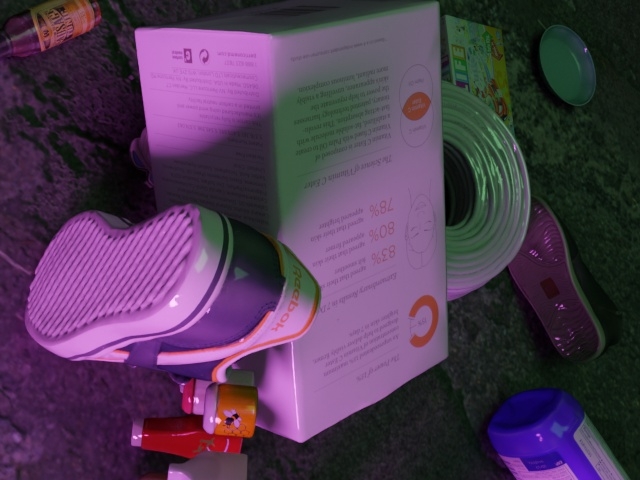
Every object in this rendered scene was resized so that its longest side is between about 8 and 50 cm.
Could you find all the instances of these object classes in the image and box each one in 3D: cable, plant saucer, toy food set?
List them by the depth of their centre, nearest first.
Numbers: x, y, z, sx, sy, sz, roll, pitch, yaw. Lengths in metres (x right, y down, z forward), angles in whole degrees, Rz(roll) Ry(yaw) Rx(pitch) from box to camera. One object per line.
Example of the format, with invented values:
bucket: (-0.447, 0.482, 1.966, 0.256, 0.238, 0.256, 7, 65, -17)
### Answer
toy food set: (-0.117, 0.188, 0.862, 0.104, 0.232, 0.111, 6, 40, -7)
cable: (0.126, -0.056, 1.182, 0.257, 0.089, 0.257, 43, 59, -21)
plant saucer: (0.341, -0.243, 1.456, 0.119, 0.021, 0.119, 11, 71, -35)

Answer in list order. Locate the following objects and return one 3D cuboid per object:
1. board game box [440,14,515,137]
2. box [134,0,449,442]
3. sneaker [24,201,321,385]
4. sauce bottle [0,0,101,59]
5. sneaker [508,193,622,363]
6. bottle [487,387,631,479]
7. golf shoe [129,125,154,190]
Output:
board game box: (0.197, -0.204, 1.327, 0.103, 0.026, 0.154, 4, 75, -37)
box: (-0.014, -0.032, 0.934, 0.215, 0.168, 0.345, -22, 115, -43)
sneaker: (-0.126, 0.047, 0.812, 0.127, 0.321, 0.126, 25, 75, -32)
sauce bottle: (-0.261, -0.194, 0.954, 0.128, 0.042, 0.042, -39, 102, -37)
sneaker: (0.309, 0.046, 1.326, 0.118, 0.083, 0.222, -6, 73, -58)
bottle: (0.313, 0.303, 1.213, 0.092, 0.118, 0.283, -44, 104, -31)
golf shoe: (-0.102, -0.051, 1.010, 0.176, 0.086, 0.069, 40, 54, -25)
